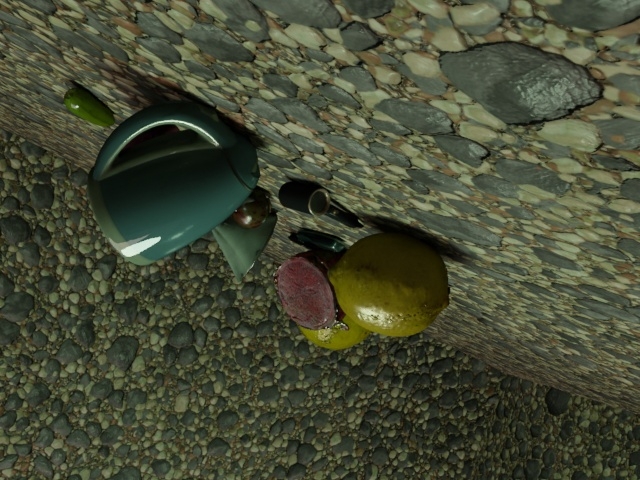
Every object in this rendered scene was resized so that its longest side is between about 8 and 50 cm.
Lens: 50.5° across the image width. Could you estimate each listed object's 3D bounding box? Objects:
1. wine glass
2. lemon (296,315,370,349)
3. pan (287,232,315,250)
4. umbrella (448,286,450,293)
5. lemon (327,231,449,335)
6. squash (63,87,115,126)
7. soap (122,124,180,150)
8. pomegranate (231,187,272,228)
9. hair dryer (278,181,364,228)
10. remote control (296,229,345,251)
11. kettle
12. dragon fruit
[{"bbox_3d":[-0.370,-0.077,2.220,0.406,0.267,0.267,32,170,-12],"label":"wine glass"},{"bbox_3d":[0.077,0.265,2.718,0.387,0.350,0.349,8,-175,-40],"label":"lemon"},{"bbox_3d":[-0.051,0.006,2.497,0.136,0.028,0.235,25,175,-6],"label":"pan"},{"bbox_3d":[0.289,0.117,2.132,0.250,0.053,0.052,25,171,4],"label":"umbrella"},{"bbox_3d":[0.170,0.105,1.688,0.310,0.258,0.258,9,168,13],"label":"lemon"},{"bbox_3d":[-0.598,-0.343,1.770,0.066,0.066,0.201,22,177,16],"label":"squash"},{"bbox_3d":[-0.422,-0.217,1.689,0.099,0.162,0.250,23,172,9],"label":"soap"},{"bbox_3d":[-0.199,-0.099,1.976,0.130,0.130,0.130,24,172,4],"label":"pomegranate"},{"bbox_3d":[0.015,-0.074,1.710,0.128,0.070,0.255,17,174,44],"label":"hair dryer"},{"bbox_3d":[0.000,0.000,2.262,0.072,0.042,0.222,33,168,-36],"label":"remote control"},{"bbox_3d":[-0.307,-0.144,1.448,0.319,0.342,0.247,52,-161,-44],"label":"kettle"},{"bbox_3d":[0.025,0.161,2.408,0.296,0.314,0.263,-25,180,43],"label":"dragon fruit"}]
